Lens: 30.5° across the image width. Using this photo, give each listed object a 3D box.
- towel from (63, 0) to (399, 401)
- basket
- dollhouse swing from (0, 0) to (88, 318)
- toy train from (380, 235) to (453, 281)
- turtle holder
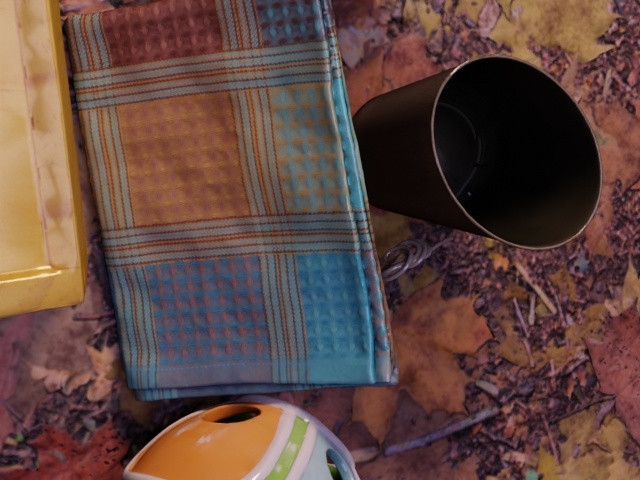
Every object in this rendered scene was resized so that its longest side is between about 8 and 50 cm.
[{"bbox_3d":[-0.087,-0.036,1.054,0.040,0.271,0.370,-32,114,-66],"label":"towel"},{"bbox_3d":[0.130,-0.085,1.147,0.204,0.227,0.154,39,78,-23],"label":"basket"},{"bbox_3d":[-0.350,-0.114,0.902,0.305,0.315,0.347,-7,97,-10],"label":"dollhouse swing"},{"bbox_3d":[0.000,0.000,1.170,0.248,0.105,0.143,-32,94,-20],"label":"toy train"},{"bbox_3d":[-0.046,0.291,1.089,0.320,0.243,0.227,37,61,-15],"label":"turtle holder"}]
